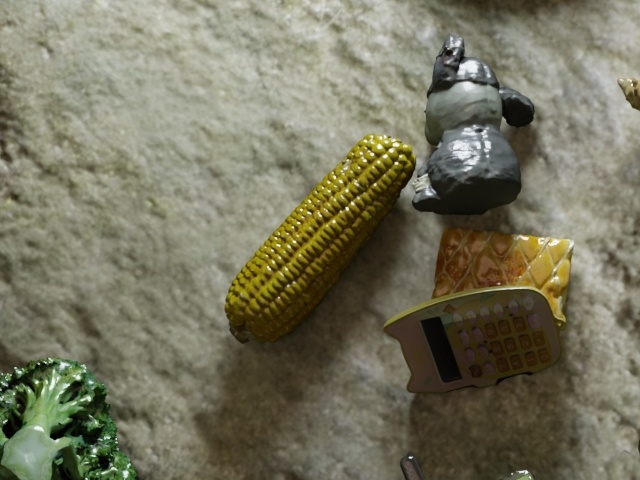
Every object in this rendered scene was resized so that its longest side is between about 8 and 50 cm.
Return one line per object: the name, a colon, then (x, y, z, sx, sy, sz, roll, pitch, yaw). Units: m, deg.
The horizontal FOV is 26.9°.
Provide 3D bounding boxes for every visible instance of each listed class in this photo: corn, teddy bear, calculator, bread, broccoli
corn: (0.000, 0.000, 1.879, 0.120, 0.120, 0.363, 42, 90, 15)
teddy bear: (0.215, -0.146, 1.871, 0.171, 0.144, 0.251, 15, 63, -21)
calculator: (0.214, 0.132, 1.814, 0.236, 0.033, 0.157, -12, 119, 16)
bread: (0.252, 0.052, 1.848, 0.188, 0.068, 0.126, 7, 81, 12)
broccoli: (-0.394, 0.305, 1.824, 0.307, 0.275, 0.308, 6, 65, -12)

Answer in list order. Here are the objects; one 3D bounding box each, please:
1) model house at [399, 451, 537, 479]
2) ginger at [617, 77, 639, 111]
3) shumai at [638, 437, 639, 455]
model house: (0.229, 0.371, 1.738, 0.218, 0.205, 0.279, -25, 68, 4)
ginger: (0.539, -0.187, 1.810, 0.267, 0.138, 0.152, 30, 91, 9)
shumai: (0.566, 0.317, 1.609, 0.291, 0.330, 0.289, -6, 67, -5)
